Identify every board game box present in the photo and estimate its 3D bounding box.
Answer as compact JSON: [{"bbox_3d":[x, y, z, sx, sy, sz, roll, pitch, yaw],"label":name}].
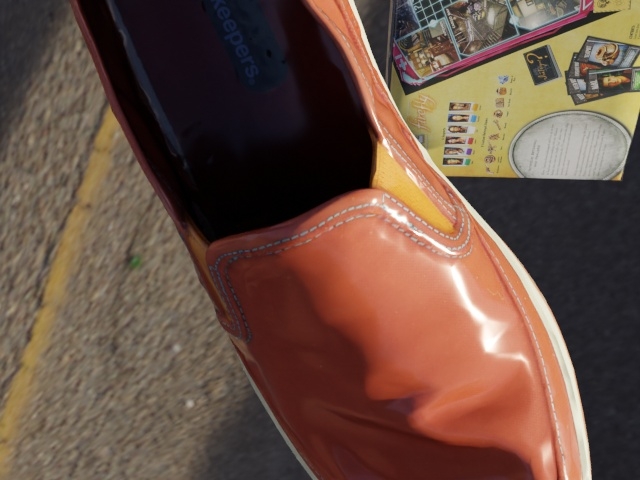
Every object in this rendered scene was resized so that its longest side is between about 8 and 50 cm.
[{"bbox_3d":[0.124,-0.131,0.940,0.165,0.243,0.042,2,53,0],"label":"board game box"}]

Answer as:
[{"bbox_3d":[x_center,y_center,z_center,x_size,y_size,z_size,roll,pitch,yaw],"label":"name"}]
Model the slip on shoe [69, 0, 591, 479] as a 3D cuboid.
[{"bbox_3d":[0.000,0.000,0.558,0.123,0.101,0.331,-22,102,17],"label":"slip on shoe"}]
